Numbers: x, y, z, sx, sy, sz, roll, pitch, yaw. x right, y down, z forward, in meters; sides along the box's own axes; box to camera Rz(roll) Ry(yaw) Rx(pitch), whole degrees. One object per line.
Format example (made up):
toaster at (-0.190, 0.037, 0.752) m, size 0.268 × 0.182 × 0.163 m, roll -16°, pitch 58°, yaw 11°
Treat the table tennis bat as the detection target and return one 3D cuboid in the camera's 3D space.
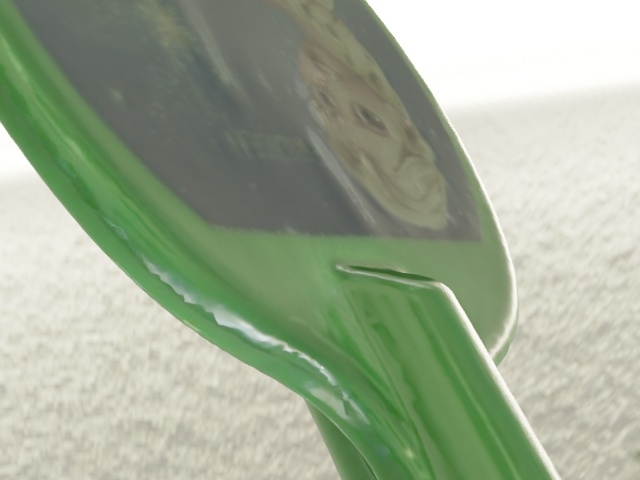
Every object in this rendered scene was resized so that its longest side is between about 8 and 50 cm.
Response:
table tennis bat at (0.000, 0.000, 0.358) m, size 0.039 × 0.160 × 0.257 m, roll -38°, pitch -114°, yaw 24°
